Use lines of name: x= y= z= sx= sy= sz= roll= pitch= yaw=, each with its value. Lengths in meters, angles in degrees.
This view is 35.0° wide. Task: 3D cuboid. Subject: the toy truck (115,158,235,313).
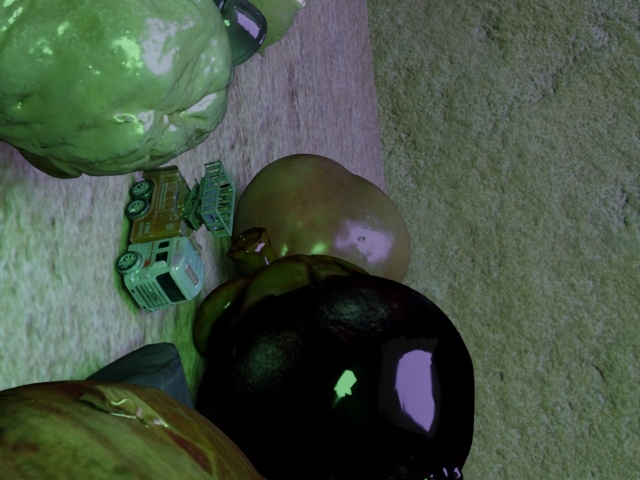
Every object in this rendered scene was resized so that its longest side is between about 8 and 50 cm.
toy truck: x=-0.169 y=-0.006 z=1.206 sx=0.080 sy=0.115 sz=0.178 roll=65 pitch=20 yaw=-46

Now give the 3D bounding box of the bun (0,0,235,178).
bun: x=-0.219 y=-0.160 z=0.871 sx=0.205 sy=0.281 sz=0.281 roll=-57 pitch=147 yaw=-20

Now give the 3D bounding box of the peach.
peach: x=-0.001 y=0.000 z=1.579 sx=0.292 sy=0.247 sz=0.292 roll=49 pitch=12 yaw=-14

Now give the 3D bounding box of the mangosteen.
mangosteen: x=-0.008 y=0.192 z=1.305 sx=0.435 sy=0.382 sz=0.382 roll=41 pitch=-8 yaw=30

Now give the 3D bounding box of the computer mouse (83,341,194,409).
computer mouse: x=-0.184 y=0.213 z=0.943 sx=0.371 sy=0.122 sz=0.188 roll=-61 pitch=142 yaw=-81

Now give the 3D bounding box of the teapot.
teapot: x=-0.152 y=-0.358 z=1.606 sx=0.108 sy=0.111 sz=0.149 roll=43 pitch=41 yaw=-46

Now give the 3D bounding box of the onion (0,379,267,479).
onion: x=-0.160 y=0.231 z=0.553 sx=0.353 sy=0.353 sz=0.354 roll=-11 pitch=90 yaw=-77

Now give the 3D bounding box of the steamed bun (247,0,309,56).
steamed bun: x=-0.085 y=-0.463 z=1.847 sx=0.200 sy=0.170 sz=0.225 roll=66 pitch=19 yaw=-60
